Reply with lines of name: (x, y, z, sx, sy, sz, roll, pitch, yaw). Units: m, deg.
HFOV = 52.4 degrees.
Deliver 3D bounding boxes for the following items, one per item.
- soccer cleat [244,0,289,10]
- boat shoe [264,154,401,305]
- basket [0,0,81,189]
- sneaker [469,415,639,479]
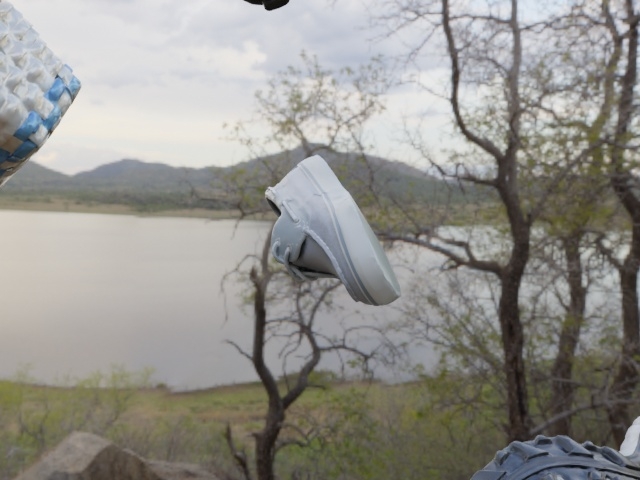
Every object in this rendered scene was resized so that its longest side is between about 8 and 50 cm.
soccer cleat: (0.035, -0.325, 0.518, 0.331, 0.143, 0.116, -27, -46, 31)
boat shoe: (-0.001, -0.001, 0.544, 0.081, 0.079, 0.227, -32, 28, 2)
basket: (-0.439, -0.188, 0.710, 0.255, 0.201, 0.289, -27, -56, 39)
sneaker: (0.164, 0.173, 0.371, 0.271, 0.108, 0.100, 5, 30, -40)
